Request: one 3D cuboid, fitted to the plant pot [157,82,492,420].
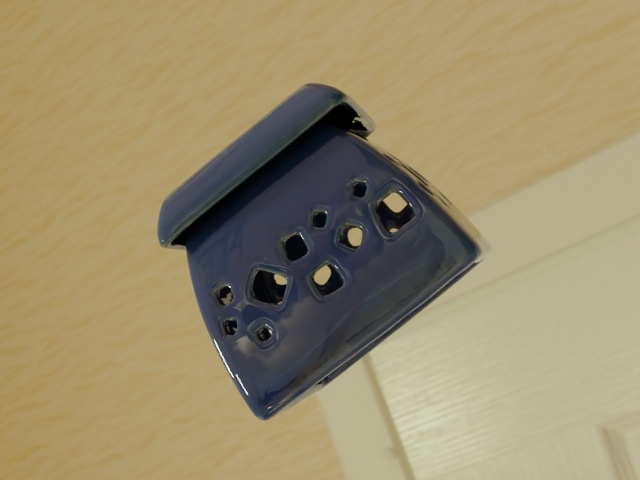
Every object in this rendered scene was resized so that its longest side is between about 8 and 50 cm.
[{"bbox_3d":[0.000,0.000,0.994,0.212,0.236,0.236,53,-172,8],"label":"plant pot"}]
